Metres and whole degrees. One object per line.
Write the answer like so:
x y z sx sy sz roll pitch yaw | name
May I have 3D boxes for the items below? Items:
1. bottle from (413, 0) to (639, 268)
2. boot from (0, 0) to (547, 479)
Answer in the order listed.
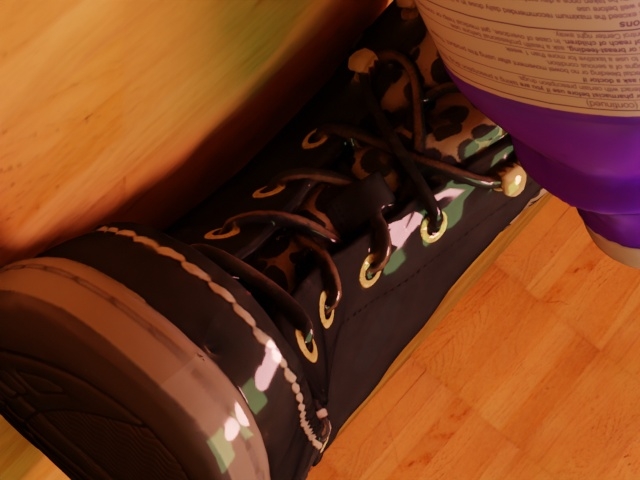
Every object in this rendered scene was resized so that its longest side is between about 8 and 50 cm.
0.093 -0.084 0.455 0.092 0.118 0.283 -63 147 -19 | bottle
0.000 0.000 0.579 0.284 0.138 0.377 -48 171 -15 | boot
